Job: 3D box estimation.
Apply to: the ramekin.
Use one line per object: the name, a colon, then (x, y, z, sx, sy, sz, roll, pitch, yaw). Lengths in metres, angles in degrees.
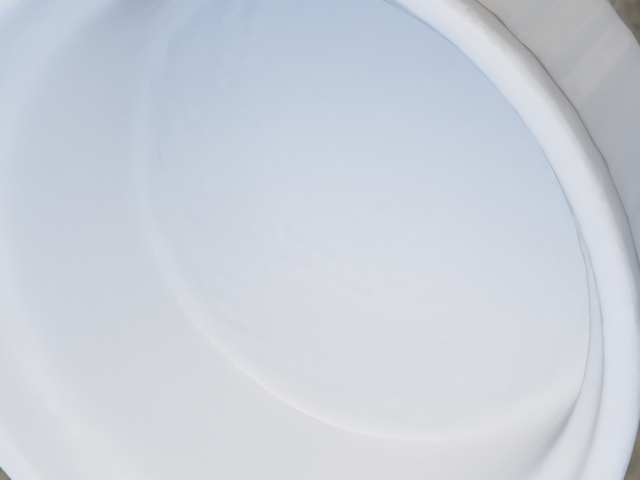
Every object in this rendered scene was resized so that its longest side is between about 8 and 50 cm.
ramekin: (0.000, 0.000, 0.639, 0.277, 0.135, 0.277, 11, 117, 22)
